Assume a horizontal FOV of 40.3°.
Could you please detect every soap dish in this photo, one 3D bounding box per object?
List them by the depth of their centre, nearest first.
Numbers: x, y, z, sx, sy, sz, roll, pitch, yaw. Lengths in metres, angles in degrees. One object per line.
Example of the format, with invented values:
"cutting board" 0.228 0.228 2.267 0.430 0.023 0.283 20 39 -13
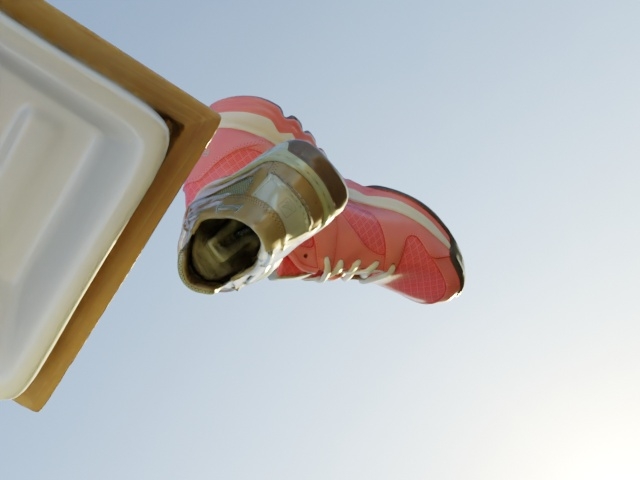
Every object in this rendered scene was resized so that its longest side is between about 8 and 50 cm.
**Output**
"soap dish" -0.234 -0.063 0.520 0.229 0.291 0.118 -56 7 17

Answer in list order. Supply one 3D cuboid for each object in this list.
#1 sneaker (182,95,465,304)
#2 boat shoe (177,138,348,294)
"sneaker" -0.001 0.000 0.845 0.116 0.314 0.136 -32 30 54
"boat shoe" -0.057 0.001 0.509 0.072 0.068 0.190 -45 3 -28
